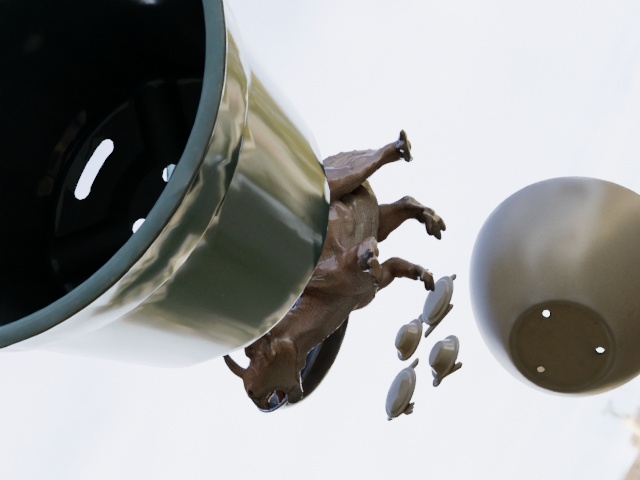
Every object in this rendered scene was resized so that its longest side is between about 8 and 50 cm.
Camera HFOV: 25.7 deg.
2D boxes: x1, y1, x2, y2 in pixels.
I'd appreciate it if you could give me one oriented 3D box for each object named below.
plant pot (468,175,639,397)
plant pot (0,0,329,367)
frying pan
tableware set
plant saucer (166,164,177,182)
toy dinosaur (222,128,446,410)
[{"bbox_3d":[0.313,0.085,1.757,0.191,0.284,0.284,-59,-15,-61],"label":"plant pot"},{"bbox_3d":[-0.161,-0.059,0.993,0.341,0.341,0.334,-60,-24,-2],"label":"plant pot"},{"bbox_3d":[-0.040,0.101,1.649,0.197,0.053,0.326,-68,18,-3],"label":"frying pan"},{"bbox_3d":[0.121,0.127,1.654,0.141,0.020,0.168,-48,26,42],"label":"tableware set"},{"bbox_3d":[-0.151,-0.154,1.508,0.067,0.018,0.192,122,151,-50],"label":"plant saucer"},{"bbox_3d":[0.000,0.000,1.348,0.127,0.200,0.295,52,-140,-43],"label":"toy dinosaur"}]
